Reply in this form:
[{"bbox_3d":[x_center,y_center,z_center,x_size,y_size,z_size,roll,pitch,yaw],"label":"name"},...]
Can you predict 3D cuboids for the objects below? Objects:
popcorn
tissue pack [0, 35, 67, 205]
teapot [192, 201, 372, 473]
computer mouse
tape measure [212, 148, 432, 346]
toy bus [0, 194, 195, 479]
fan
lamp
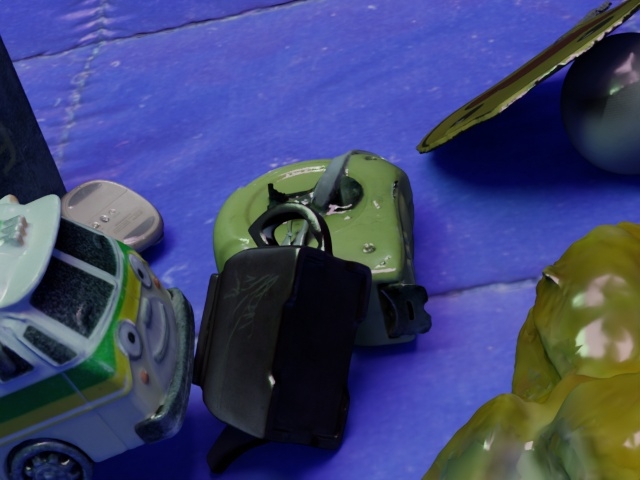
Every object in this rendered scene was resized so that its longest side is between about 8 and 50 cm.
[{"bbox_3d":[0.156,0.129,0.673,0.276,0.225,0.276,-18,26,9],"label":"popcorn"},{"bbox_3d":[-0.293,-0.067,1.073,0.081,0.257,0.185,3,40,27],"label":"tissue pack"},{"bbox_3d":[-0.037,0.062,0.910,0.096,0.087,0.177,7,83,35],"label":"teapot"},{"bbox_3d":[-0.167,-0.011,1.141,0.096,0.039,0.066,30,53,27],"label":"computer mouse"},{"bbox_3d":[0.000,0.000,1.023,0.154,0.087,0.177,-8,33,9],"label":"tape measure"},{"bbox_3d":[-0.230,0.083,0.888,0.276,0.164,0.133,-24,34,15],"label":"toy bus"},{"bbox_3d":[0.183,-0.147,1.140,0.229,0.011,0.335,-32,5,31],"label":"fan"},{"bbox_3d":[0.229,-0.101,1.064,0.105,0.105,0.105,-10,35,7],"label":"lamp"}]
